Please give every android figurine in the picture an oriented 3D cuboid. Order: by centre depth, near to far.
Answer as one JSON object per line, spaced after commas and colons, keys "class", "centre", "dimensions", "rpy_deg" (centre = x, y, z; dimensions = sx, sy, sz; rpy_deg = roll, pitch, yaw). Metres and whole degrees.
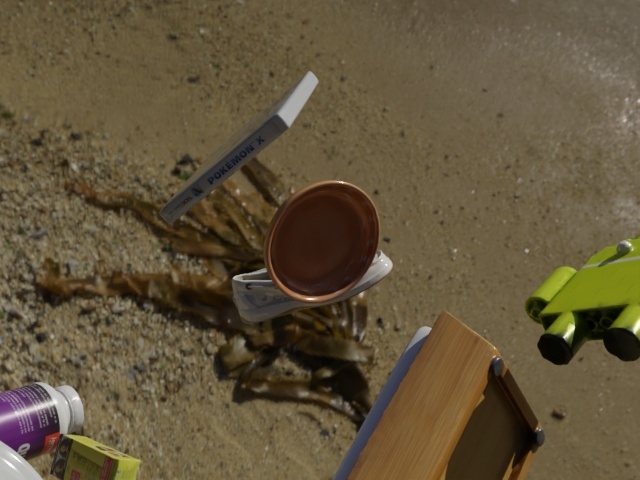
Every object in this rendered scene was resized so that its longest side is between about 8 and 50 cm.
{"class": "android figurine", "centre": [0.369, 0.051, 0.893], "dimensions": [0.273, 0.248, 0.056], "rpy_deg": [-37, 103, -36]}

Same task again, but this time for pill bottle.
{"class": "pill bottle", "centre": [-0.757, 0.459, 1.868], "dimensions": [0.323, 0.181, 0.181], "rpy_deg": [-10, 55, -50]}

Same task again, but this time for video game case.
{"class": "video game case", "centre": [-0.147, -0.187, 1.455], "dimensions": [0.036, 0.300, 0.329], "rpy_deg": [48, 23, -14]}

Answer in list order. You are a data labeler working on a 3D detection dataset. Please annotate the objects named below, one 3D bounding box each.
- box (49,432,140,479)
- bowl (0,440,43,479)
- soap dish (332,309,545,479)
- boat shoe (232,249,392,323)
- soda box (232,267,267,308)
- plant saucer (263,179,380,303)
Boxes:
{"class": "box", "centre": [-0.427, 0.428, 1.427], "dimensions": [0.058, 0.232, 0.087], "rpy_deg": [21, 78, -41]}
{"class": "bowl", "centre": [-0.363, 0.304, 0.614], "dimensions": [0.297, 0.134, 0.298], "rpy_deg": [0, 88, -8]}
{"class": "soap dish", "centre": [0.144, 0.265, 0.890], "dimensions": [0.118, 0.229, 0.291], "rpy_deg": [6, 51, 43]}
{"class": "boat shoe", "centre": [-0.019, 0.057, 1.283], "dimensions": [0.277, 0.096, 0.098], "rpy_deg": [-18, 15, 5]}
{"class": "soda box", "centre": [-0.083, 0.116, 1.993], "dimensions": [0.286, 0.091, 0.098], "rpy_deg": [-18, 32, 12]}
{"class": "plant saucer", "centre": [0.000, 0.000, 1.175], "dimensions": [0.200, 0.200, 0.037], "rpy_deg": [-17, 28, -24]}
